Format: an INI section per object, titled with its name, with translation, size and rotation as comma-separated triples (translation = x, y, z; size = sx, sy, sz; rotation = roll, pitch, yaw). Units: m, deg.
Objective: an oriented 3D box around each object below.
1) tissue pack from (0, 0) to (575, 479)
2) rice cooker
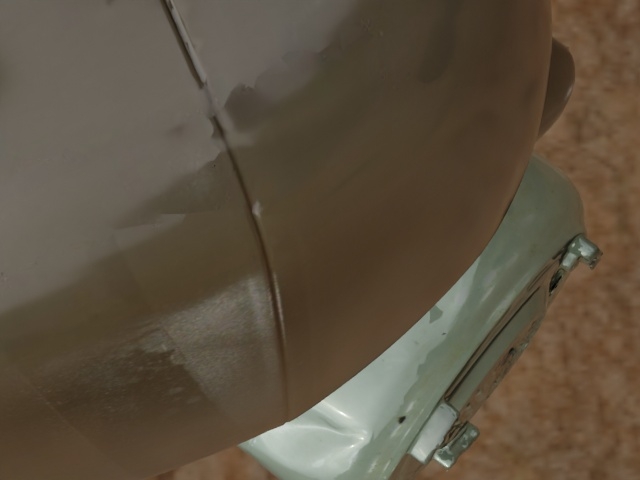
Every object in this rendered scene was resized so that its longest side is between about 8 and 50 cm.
[tissue pack]
translation = -0.091, -0.129, 0.609
size = 0.267, 0.277, 0.387
rotation = 80, 165, -71
[rice cooker]
translation = 0.000, 0.000, 0.993
size = 0.244, 0.226, 0.226
rotation = 36, 118, 15
